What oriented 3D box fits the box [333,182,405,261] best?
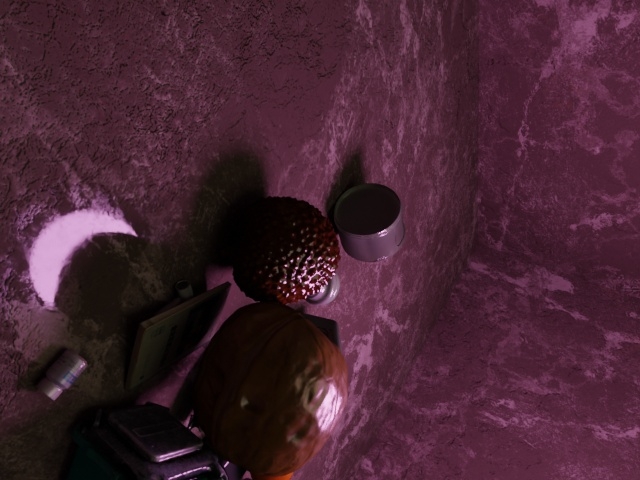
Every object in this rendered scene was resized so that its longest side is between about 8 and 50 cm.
[{"bbox_3d":[0.165,-0.060,1.849,0.226,0.226,0.149,-55,150,-25],"label":"box"}]

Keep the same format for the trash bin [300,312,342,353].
[{"bbox_3d":[-0.022,0.395,1.721,0.343,0.158,0.223,-113,-143,-77],"label":"trash bin"}]

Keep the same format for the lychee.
[{"bbox_3d":[-0.100,0.028,1.397,0.276,0.304,0.276,180,-90,-84],"label":"lychee"}]

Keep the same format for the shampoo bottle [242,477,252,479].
[{"bbox_3d":[-0.290,0.931,1.901,0.236,0.067,0.068,-67,163,-4],"label":"shampoo bottle"}]

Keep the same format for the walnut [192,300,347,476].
[{"bbox_3d":[-0.123,0.341,1.285,0.308,0.354,0.398,6,107,-50],"label":"walnut"}]

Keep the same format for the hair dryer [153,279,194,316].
[{"bbox_3d":[-0.348,0.148,1.284,0.124,0.037,0.063,-38,139,-34],"label":"hair dryer"}]

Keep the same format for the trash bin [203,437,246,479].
[{"bbox_3d":[-0.258,0.618,1.696,0.225,0.115,0.165,-47,145,-42],"label":"trash bin"}]

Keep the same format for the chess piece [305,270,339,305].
[{"bbox_3d":[-0.071,0.131,1.692,0.271,0.139,0.139,7,103,-51],"label":"chess piece"}]

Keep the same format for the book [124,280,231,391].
[{"bbox_3d":[-0.333,0.222,1.321,0.282,0.025,0.215,-29,148,-52],"label":"book"}]

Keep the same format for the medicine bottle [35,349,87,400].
[{"bbox_3d":[-0.496,0.257,1.064,0.089,0.052,0.052,-53,149,-27],"label":"medicine bottle"}]

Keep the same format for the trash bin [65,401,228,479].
[{"bbox_3d":[-0.415,0.585,1.207,0.259,0.295,0.381,15,101,-62],"label":"trash bin"}]

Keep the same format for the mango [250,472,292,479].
[{"bbox_3d":[-0.133,0.610,1.659,0.187,0.138,0.257,-62,162,-53],"label":"mango"}]

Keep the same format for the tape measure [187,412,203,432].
[{"bbox_3d":[-0.216,0.413,1.504,0.133,0.271,0.232,126,-29,-74],"label":"tape measure"}]
